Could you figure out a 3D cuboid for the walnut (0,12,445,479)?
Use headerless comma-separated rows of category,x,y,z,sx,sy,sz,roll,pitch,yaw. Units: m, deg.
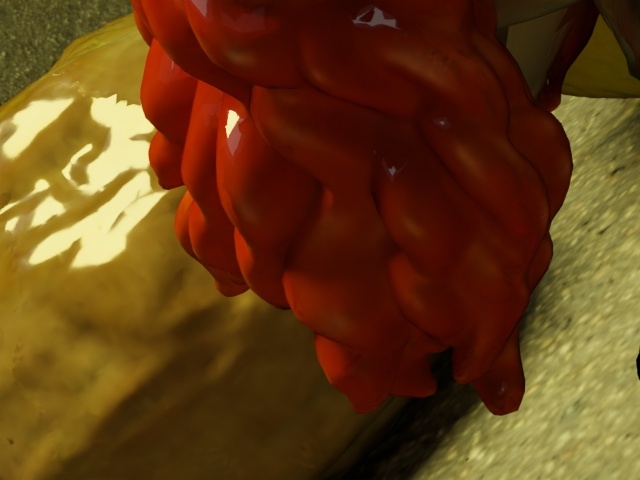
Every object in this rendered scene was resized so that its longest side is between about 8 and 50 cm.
walnut,-0.090,0.032,0.926,0.344,0.306,0.306,-53,15,-12

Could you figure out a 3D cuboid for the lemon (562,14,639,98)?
lemon,0.174,-0.251,0.895,0.350,0.350,0.387,-45,23,-8

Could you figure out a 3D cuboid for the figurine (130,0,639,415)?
figurine,0.110,-0.071,0.426,0.306,0.412,0.241,108,-174,-45
